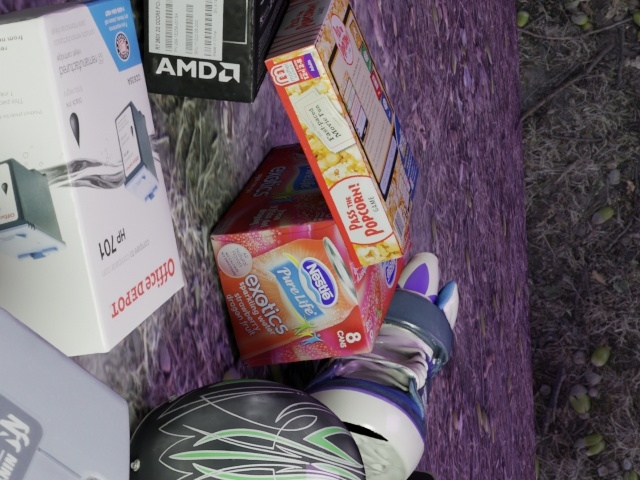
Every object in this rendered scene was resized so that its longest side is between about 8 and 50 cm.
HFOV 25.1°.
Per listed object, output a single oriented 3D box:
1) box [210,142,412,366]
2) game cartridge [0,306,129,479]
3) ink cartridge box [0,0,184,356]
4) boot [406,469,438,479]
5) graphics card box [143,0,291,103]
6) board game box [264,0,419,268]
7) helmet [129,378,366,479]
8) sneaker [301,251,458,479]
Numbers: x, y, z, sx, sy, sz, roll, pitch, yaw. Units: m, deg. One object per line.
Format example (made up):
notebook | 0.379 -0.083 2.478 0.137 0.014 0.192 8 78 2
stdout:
box | 0.000 0.000 1.319 0.257 0.122 0.128 -61 141 -66
game cartridge | -0.178 0.130 0.550 0.198 0.062 0.297 43 32 -19
ink cartridge box | -0.153 -0.040 0.845 0.139 0.082 0.191 -49 130 -70
boot | 0.086 0.379 1.592 0.244 0.088 0.176 -58 143 -60
graphics card box | -0.067 -0.317 1.076 0.233 0.094 0.371 -76 170 -57
board game box | 0.023 -0.098 1.173 0.147 0.045 0.193 -73 144 -59
helmet | -0.052 0.176 1.018 0.161 0.169 0.169 93 -1 -64
sneaker | 0.055 0.102 1.338 0.323 0.130 0.236 88 19 -72
